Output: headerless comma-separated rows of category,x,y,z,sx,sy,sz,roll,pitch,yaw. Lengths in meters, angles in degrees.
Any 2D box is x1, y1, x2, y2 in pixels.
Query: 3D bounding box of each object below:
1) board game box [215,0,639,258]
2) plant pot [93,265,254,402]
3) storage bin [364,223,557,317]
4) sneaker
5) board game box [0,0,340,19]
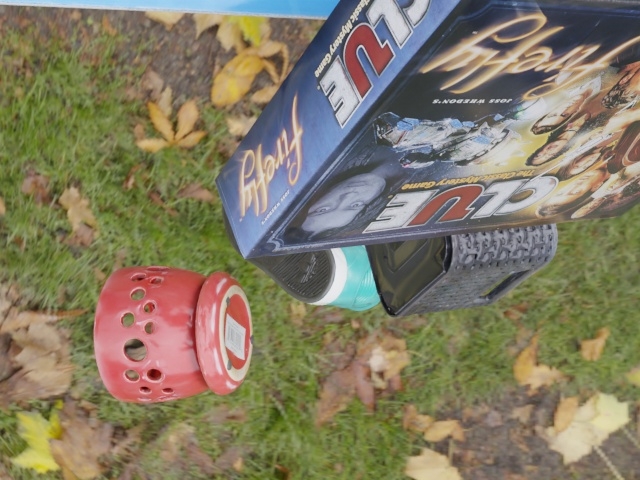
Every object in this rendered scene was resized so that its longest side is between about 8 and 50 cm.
board game box,0.097,-0.060,0.421,0.243,0.165,0.042,-7,63,-34
plant pot,-0.194,0.126,1.359,0.174,0.191,0.191,-5,81,14
storage bin,0.083,-0.047,0.710,0.084,0.122,0.180,-4,68,-23
sneaker,0.000,0.000,1.314,0.178,0.295,0.124,15,110,-40
board game box,-0.080,-0.191,0.600,0.308,0.302,0.086,1,106,-8
